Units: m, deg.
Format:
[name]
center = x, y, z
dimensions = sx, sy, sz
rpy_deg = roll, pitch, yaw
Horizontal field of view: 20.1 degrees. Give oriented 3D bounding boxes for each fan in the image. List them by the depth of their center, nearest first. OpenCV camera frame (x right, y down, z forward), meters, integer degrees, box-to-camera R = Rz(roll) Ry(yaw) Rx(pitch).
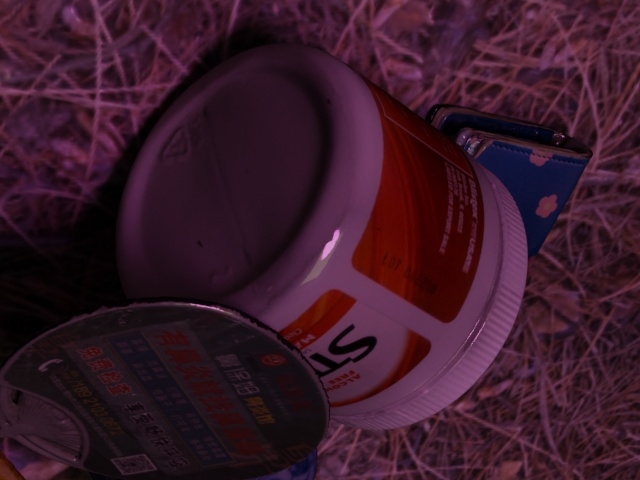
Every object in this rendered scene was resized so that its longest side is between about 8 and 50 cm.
[fan]
center = -0.121, 0.115, 1.116
dimensions = 0.294, 0.012, 0.223
rpy_deg = -29, 139, 35

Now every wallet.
[wallet]
center = 0.100, 0.007, 1.314
dimensions = 0.141, 0.059, 0.202
rpy_deg = 11, 116, -36

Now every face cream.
[face cream]
center = 0.000, 0.000, 1.143
dimensions = 0.201, 0.201, 0.187
rpy_deg = -51, 134, 8

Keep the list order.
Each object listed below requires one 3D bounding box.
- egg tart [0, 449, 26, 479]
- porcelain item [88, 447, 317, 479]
[egg tart]
center = -0.284, 0.216, 1.199
dimensions = 0.213, 0.090, 0.212
rpy_deg = -14, 127, -20
[porcelain item]
center = -0.083, 0.149, 1.259
dimensions = 0.147, 0.114, 0.147
rpy_deg = -17, 129, -22
